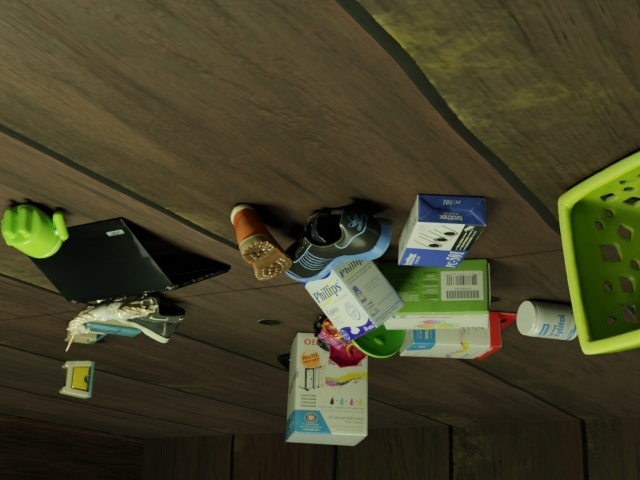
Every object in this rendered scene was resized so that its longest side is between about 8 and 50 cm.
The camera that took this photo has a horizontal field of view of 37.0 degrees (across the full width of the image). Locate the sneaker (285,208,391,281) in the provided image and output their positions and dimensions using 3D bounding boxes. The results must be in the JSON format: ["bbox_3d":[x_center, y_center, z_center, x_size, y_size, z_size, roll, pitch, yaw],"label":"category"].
[{"bbox_3d":[0.000,0.000,1.435,0.090,0.081,0.232,28,149,-31],"label":"sneaker"}]

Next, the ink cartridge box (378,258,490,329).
[{"bbox_3d":[0.210,0.116,1.726,0.189,0.097,0.255,-2,161,9],"label":"ink cartridge box"}]

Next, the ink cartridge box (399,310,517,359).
[{"bbox_3d":[0.290,0.196,1.993,0.231,0.078,0.134,3,162,-7],"label":"ink cartridge box"}]

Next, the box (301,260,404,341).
[{"bbox_3d":[0.049,0.083,1.560,0.072,0.137,0.126,-37,179,-27],"label":"box"}]

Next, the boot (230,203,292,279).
[{"bbox_3d":[-0.090,0.003,1.431,0.059,0.084,0.158,-27,153,0],"label":"boot"}]

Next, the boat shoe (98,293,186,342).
[{"bbox_3d":[-0.355,0.123,1.862,0.079,0.084,0.233,-43,140,9],"label":"boat shoe"}]

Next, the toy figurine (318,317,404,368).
[{"bbox_3d":[0.052,0.188,1.882,0.173,0.130,0.159,29,142,-11],"label":"toy figurine"}]

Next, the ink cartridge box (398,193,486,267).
[{"bbox_3d":[0.176,-0.010,1.424,0.097,0.046,0.207,3,162,-2],"label":"ink cartridge box"}]

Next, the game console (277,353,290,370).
[{"bbox_3d":[-0.030,0.301,2.447,0.122,0.071,0.107,-19,123,46],"label":"game console"}]

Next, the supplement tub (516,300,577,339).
[{"bbox_3d":[0.447,0.156,1.871,0.107,0.071,0.071,7,161,-19],"label":"supplement tub"}]

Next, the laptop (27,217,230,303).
[{"bbox_3d":[-0.329,0.026,1.628,0.234,0.136,0.264,-8,-175,29],"label":"laptop"}]

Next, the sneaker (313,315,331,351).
[{"bbox_3d":[0.021,0.190,2.044,0.078,0.067,0.188,24,161,-2],"label":"sneaker"}]

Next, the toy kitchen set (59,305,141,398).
[{"bbox_3d":[-0.475,0.248,2.070,0.122,0.166,0.207,10,160,-25],"label":"toy kitchen set"}]

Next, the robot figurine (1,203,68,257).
[{"bbox_3d":[-0.429,-0.013,1.428,0.101,0.067,0.115,-8,161,12],"label":"robot figurine"}]

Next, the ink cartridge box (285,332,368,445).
[{"bbox_3d":[0.015,0.345,2.224,0.171,0.232,0.168,4,160,-7],"label":"ink cartridge box"}]

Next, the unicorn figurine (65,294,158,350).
[{"bbox_3d":[-0.362,0.125,1.645,0.162,0.060,0.111,-29,171,40],"label":"unicorn figurine"}]

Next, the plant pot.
[{"bbox_3d":[0.463,0.016,1.215,0.207,0.228,0.227,1,163,-23],"label":"plant pot"}]
